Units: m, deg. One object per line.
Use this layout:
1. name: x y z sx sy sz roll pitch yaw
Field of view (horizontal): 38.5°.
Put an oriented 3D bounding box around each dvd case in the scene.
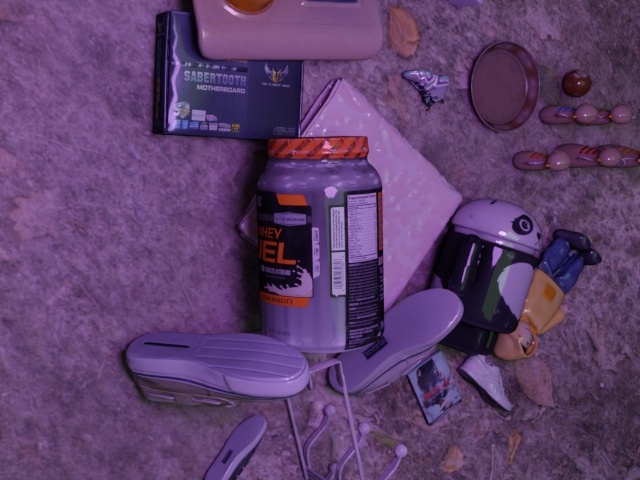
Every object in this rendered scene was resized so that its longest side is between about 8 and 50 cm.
1. dvd case: 0.213 0.276 1.715 0.087 0.013 0.119 -32 112 -24

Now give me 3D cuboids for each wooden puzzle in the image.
1. wooden puzzle: -0.053 -0.454 1.395 0.322 0.080 0.347 -6 86 -30

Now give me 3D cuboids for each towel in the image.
1. towel: 0.056 -0.054 1.561 0.332 0.053 0.317 41 76 -27

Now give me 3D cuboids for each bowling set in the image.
1. bowling set: 0.511 -0.226 1.748 0.287 0.154 0.199 -9 101 -30

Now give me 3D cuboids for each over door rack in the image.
1. over door rack: 0.021 0.291 1.472 0.108 0.239 0.324 -31 111 -23

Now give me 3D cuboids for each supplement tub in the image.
1. supplement tub: 0.000 0.000 1.396 0.194 0.194 0.315 -5 98 -30

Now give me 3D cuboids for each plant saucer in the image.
1. plant saucer: 0.339 -0.287 1.713 0.169 0.029 0.168 -4 97 -29

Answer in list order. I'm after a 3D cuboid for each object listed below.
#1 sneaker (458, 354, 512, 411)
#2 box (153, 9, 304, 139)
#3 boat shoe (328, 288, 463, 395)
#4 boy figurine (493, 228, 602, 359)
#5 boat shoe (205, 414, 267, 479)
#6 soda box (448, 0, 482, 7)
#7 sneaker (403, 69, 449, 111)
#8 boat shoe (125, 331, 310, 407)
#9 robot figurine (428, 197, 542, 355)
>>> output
1. sneaker: 0.329 0.273 1.761 0.152 0.054 0.061 48 70 -25
2. box: -0.139 -0.249 1.417 0.233 0.059 0.183 1 95 -30
3. boat shoe: 0.139 0.182 1.563 0.267 0.096 0.088 -42 144 13
4. boy figurine: 0.423 0.107 1.776 0.285 0.092 0.177 -50 120 -20
5. boat shoe: -0.134 0.351 1.505 0.142 0.049 0.040 -51 136 -14
6. soda box: 0.197 -0.490 1.577 0.216 0.074 0.069 30 81 -30
7. sneaker: 0.186 -0.263 1.619 0.098 0.038 0.069 5 93 -30
8. boat shoe: -0.148 0.198 1.357 0.109 0.302 0.094 -49 136 -49
9. robot figurine: 0.293 0.064 1.636 0.174 0.209 0.278 17 92 -9
